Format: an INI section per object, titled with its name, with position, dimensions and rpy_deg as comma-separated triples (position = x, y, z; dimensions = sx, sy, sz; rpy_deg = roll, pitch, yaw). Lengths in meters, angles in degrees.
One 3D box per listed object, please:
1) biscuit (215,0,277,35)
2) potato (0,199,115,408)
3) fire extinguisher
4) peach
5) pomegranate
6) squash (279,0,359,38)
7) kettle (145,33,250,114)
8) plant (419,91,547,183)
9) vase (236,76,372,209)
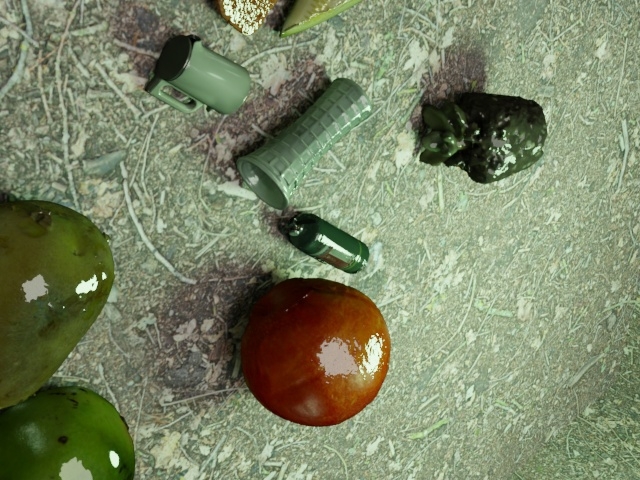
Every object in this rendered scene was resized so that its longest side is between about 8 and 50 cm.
[biscuit]
position = -0.129, -0.484, 1.382
dimensions = 0.192, 0.036, 0.186
rpy_deg = -56, 154, 7
[potato]
position = -0.498, 0.108, 1.242
dimensions = 0.270, 0.219, 0.359
rpy_deg = 24, 96, -57
[fire extinguisher]
position = 0.000, 0.000, 1.788
dimensions = 0.294, 0.118, 0.093
rpy_deg = 28, 56, -50
[peach]
position = -0.016, 0.249, 1.768
dimensions = 0.290, 0.373, 0.372
rpy_deg = -63, 155, -52
[pomegranate]
position = -0.508, 0.458, 1.440
dimensions = 0.359, 0.216, 0.309
rpy_deg = -33, 136, -27
[squash]
position = 0.041, -0.472, 1.537
dimensions = 0.169, 0.093, 0.252
rpy_deg = 28, 91, -5
[kettle]
position = -0.222, -0.299, 1.397
dimensions = 0.148, 0.127, 0.098
rpy_deg = 21, 65, -47
[plant]
position = 0.403, -0.264, 1.956
dimensions = 0.312, 0.213, 0.215
rpy_deg = -8, 120, -32
[vase]
position = -0.023, -0.212, 1.609
dimensions = 0.299, 0.143, 0.143
rpy_deg = -45, 138, -20
